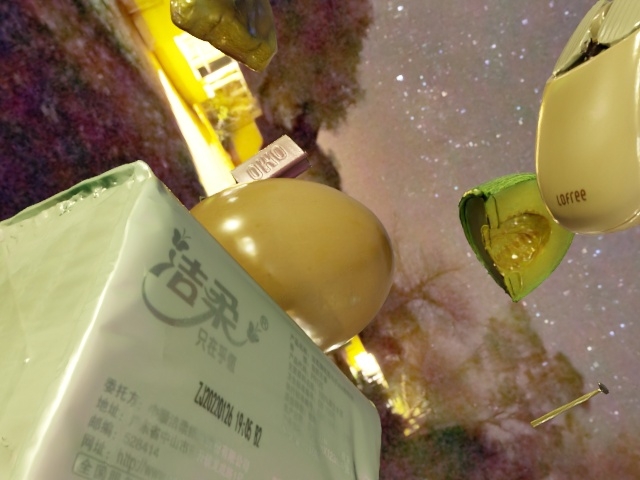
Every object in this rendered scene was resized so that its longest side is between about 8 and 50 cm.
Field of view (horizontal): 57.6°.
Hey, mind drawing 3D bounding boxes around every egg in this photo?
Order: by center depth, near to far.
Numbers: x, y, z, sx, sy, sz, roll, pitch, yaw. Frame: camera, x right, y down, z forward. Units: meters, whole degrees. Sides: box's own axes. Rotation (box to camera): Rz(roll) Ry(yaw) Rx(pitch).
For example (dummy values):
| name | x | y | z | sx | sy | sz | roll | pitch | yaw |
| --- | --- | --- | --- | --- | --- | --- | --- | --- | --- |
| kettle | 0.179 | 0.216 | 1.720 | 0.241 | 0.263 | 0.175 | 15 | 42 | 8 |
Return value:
| name | x | y | z | sx | sy | sz | roll | pitch | yaw |
| --- | --- | --- | --- | --- | --- | --- | --- | --- | --- |
| egg | -0.068 | 0.049 | 0.924 | 0.301 | 0.374 | 0.301 | 162 | -90 | -86 |

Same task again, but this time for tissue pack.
| name | x | y | z | sx | sy | sz | roll | pitch | yaw |
| --- | --- | --- | --- | --- | --- | --- | --- | --- | --- |
| tissue pack | -0.118 | 0.205 | 0.457 | 0.405 | 0.205 | 0.331 | 52 | 33 | -41 |

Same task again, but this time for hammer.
| name | x | y | z | sx | sy | sz | roll | pitch | yaw |
| --- | --- | --- | --- | --- | --- | --- | --- | --- | --- |
| hammer | 0.595 | 0.398 | 1.400 | 0.062 | 0.199 | 0.013 | 42 | 21 | -40 |

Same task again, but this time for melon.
| name | x | y | z | sx | sy | sz | roll | pitch | yaw |
| --- | --- | --- | --- | --- | --- | --- | --- | --- | --- |
| melon | 0.366 | -0.040 | 1.087 | 0.265 | 0.169 | 0.129 | 63 | -7 | -34 |

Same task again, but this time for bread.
| name | x | y | z | sx | sy | sz | roll | pitch | yaw |
| --- | --- | --- | --- | --- | --- | --- | --- | --- | --- |
| bread | -0.153 | -0.401 | 1.006 | 0.233 | 0.088 | 0.160 | 16 | 78 | -57 |

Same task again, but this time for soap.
| name | x | y | z | sx | sy | sz | roll | pitch | yaw |
| --- | --- | --- | --- | --- | --- | --- | --- | --- | --- |
| soap | -0.141 | -0.200 | 1.637 | 0.122 | 0.203 | 0.065 | 47 | -13 | 37 |

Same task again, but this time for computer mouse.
| name | x | y | z | sx | sy | sz | roll | pitch | yaw |
| --- | --- | --- | --- | --- | --- | --- | --- | --- | --- |
| computer mouse | 0.260 | -0.122 | 0.525 | 0.145 | 0.082 | 0.236 | 168 | -64 | -77 |

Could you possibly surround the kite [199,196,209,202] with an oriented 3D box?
| name | x | y | z | sx | sy | sz | roll | pitch | yaw |
| --- | --- | --- | --- | --- | --- | --- | --- | --- | --- |
| kite | -0.187 | -0.028 | 1.353 | 0.234 | 0.321 | 0.016 | 41 | -11 | -8 |
